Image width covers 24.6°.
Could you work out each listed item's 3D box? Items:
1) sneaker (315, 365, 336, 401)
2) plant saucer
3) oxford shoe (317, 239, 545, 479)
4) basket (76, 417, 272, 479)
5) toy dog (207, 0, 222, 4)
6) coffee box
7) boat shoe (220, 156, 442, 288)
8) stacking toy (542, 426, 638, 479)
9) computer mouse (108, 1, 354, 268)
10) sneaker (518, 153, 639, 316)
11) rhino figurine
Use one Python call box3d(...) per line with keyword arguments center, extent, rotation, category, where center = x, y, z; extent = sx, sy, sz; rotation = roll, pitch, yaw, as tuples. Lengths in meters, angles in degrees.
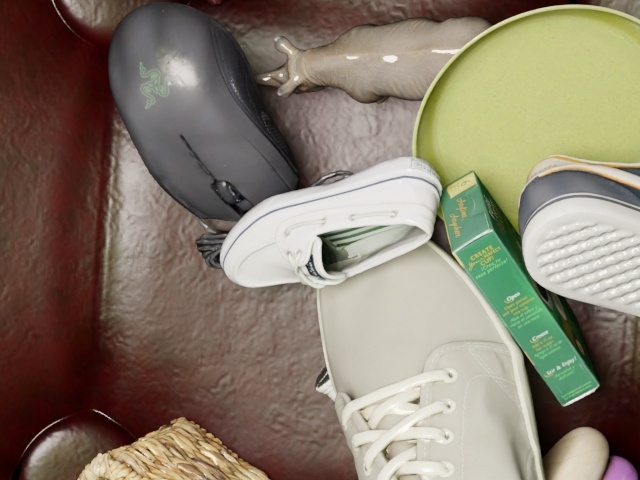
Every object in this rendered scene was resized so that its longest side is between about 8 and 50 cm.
box3d(center=(0.046, 0.108, 1.339), extent=(0.044, 0.040, 0.109), rotation=(42, 101, -14), category="sneaker")
box3d(center=(0.195, -0.096, 1.242), extent=(0.241, 0.037, 0.241), rotation=(-3, 124, -5), category="plant saucer")
box3d(center=(0.090, 0.167, 1.187), extent=(0.169, 0.130, 0.449), rotation=(-31, 57, 23), category="oxford shoe")
box3d(center=(-0.097, 0.326, 1.281), extent=(0.299, 0.223, 0.213), rotation=(34, 99, 9), category="basket")
box3d(center=(-0.097, -0.346, 1.317), extent=(0.220, 0.161, 0.333), rotation=(26, 84, 18), category="toy dog")
box3d(center=(0.165, 0.039, 1.230), extent=(0.040, 0.113, 0.184), rotation=(-31, 117, 14), category="coffee box")
box3d(center=(0.000, 0.000, 1.246), extent=(0.226, 0.075, 0.083), rotation=(-27, 130, 33), category="boat shoe")
box3d(center=(0.315, 0.306, 1.246), extent=(0.330, 0.141, 0.141), rotation=(36, 99, 2), category="stacking toy")
box3d(center=(-0.087, -0.081, 1.266), extent=(0.189, 0.072, 0.272), rotation=(-21, 121, 24), category="computer mouse")
box3d(center=(0.311, 0.015, 1.225), extent=(0.321, 0.127, 0.126), rotation=(25, 122, -16), category="sneaker")
box3d(center=(0.050, -0.155, 1.289), extent=(0.243, 0.106, 0.073), rotation=(-3, 91, 13), category="rhino figurine")
